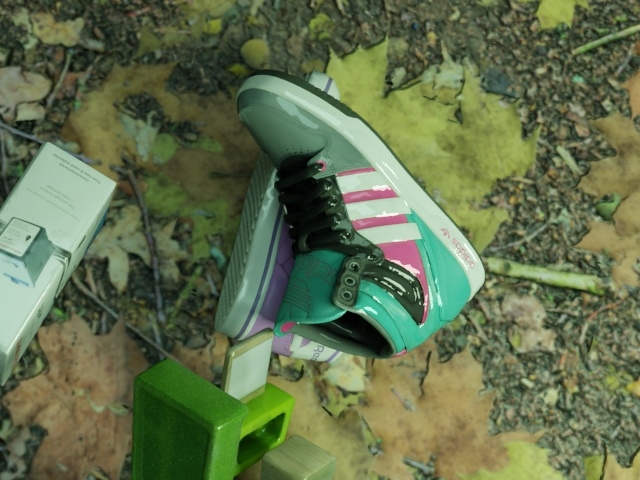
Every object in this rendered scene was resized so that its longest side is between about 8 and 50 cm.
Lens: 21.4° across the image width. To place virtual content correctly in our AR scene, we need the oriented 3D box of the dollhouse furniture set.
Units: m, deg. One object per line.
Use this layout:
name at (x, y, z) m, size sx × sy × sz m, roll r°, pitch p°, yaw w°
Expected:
dollhouse furniture set at (0.010, 0.205, 1.446) m, size 0.301 × 0.151 × 0.197 m, roll 28°, pitch 35°, yaw 29°

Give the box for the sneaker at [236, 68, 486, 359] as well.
sneaker at (0.000, 0.000, 1.532) m, size 0.295 × 0.124 × 0.178 m, roll 44°, pitch 60°, yaw -10°

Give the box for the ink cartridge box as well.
ink cartridge box at (-0.273, 0.023, 1.549) m, size 0.082 × 0.139 × 0.191 m, roll 29°, pitch 70°, yaw -3°

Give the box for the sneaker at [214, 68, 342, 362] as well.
sneaker at (0.007, -0.017, 1.650) m, size 0.161 × 0.102 × 0.282 m, roll 18°, pitch 76°, yaw -13°
